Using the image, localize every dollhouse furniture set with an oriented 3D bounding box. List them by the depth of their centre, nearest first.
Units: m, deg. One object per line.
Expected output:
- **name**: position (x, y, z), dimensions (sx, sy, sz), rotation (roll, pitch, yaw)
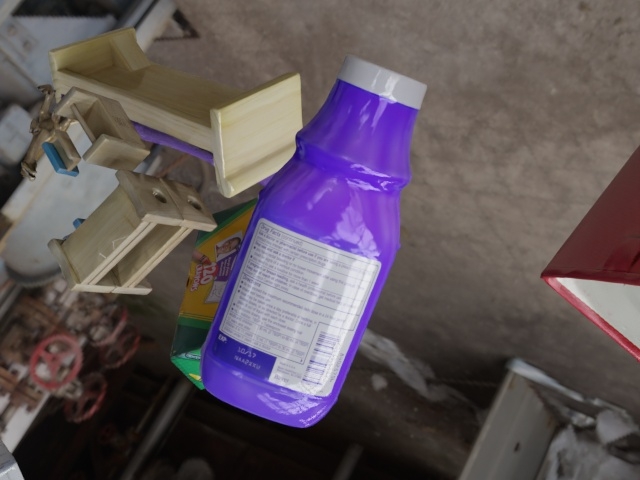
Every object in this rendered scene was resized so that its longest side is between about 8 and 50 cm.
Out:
- **dollhouse furniture set**: position (-0.235, -0.052, 1.011), dimensions (0.183, 0.129, 0.129), rotation (56, -160, 22)

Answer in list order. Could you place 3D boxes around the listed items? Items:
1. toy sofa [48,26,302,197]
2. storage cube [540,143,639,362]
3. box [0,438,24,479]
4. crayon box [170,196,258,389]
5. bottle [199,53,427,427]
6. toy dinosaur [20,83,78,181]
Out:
- **toy sofa**: position (-0.198, -0.160, 1.214), dimensions (0.363, 0.150, 0.177), rotation (23, 129, 34)
- **storage cube**: position (0.276, 0.003, 0.489), dimensions (0.184, 0.193, 0.215), rotation (39, 175, -7)
- **box**: position (-0.454, 0.330, 1.227), dimensions (0.137, 0.072, 0.126), rotation (31, 140, 46)
- **crayon box**: position (-0.099, 0.060, 1.253), dimensions (0.165, 0.278, 0.081), rotation (-19, 129, 21)
- **bottle**: position (0.000, 0.000, 0.694), dimensions (0.118, 0.282, 0.092), rotation (20, -169, -1)
- **toy dinosaur**: position (-0.326, -0.142, 1.090), dimensions (0.053, 0.183, 0.092), rotation (26, 123, -4)
